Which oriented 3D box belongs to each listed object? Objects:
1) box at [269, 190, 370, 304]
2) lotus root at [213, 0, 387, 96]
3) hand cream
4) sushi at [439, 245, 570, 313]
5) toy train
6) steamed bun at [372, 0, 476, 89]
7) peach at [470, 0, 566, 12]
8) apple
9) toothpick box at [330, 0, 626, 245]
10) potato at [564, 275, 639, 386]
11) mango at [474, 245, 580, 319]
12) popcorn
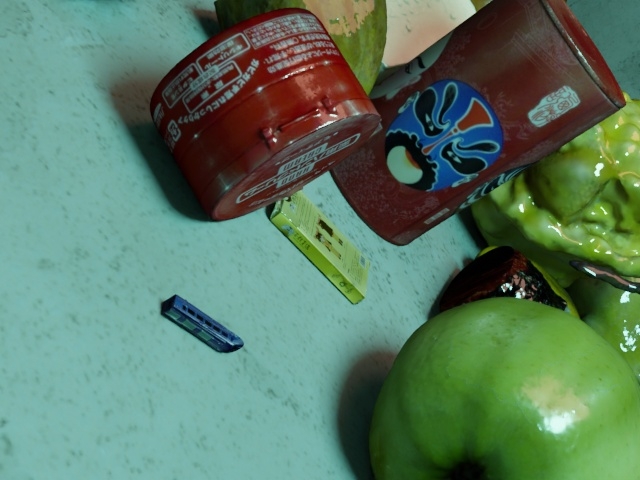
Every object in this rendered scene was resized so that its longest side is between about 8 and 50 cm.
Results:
[{"bbox_3d":[0.000,0.000,1.026,0.149,0.020,0.073,46,28,-20],"label":"box"},{"bbox_3d":[-0.023,-0.221,1.127,0.188,0.199,0.180,-11,101,-25],"label":"lotus root"},{"bbox_3d":[-0.053,-0.116,0.873,0.125,0.193,0.193,61,25,7],"label":"hand cream"},{"bbox_3d":[0.240,0.092,1.214,0.126,0.136,0.225,57,18,-3],"label":"sushi"},{"bbox_3d":[-0.095,0.073,0.771,0.083,0.017,0.017,39,32,-32],"label":"toy train"},{"bbox_3d":[0.099,-0.296,1.363,0.242,0.164,0.146,-31,88,-33],"label":"steamed bun"},{"bbox_3d":[0.264,-0.399,1.577,0.343,0.302,0.343,177,-90,-86],"label":"peach"},{"bbox_3d":[0.183,0.189,0.890,0.279,0.279,0.279,41,29,-29],"label":"apple"},{"bbox_3d":[0.188,-0.161,1.185,0.204,0.333,0.204,42,28,-28],"label":"toothpick box"},{"bbox_3d":[0.526,0.098,1.654,0.218,0.202,0.351,44,39,-50],"label":"potato"},{"bbox_3d":[0.304,0.085,1.373,0.195,0.098,0.137,47,22,-11],"label":"mango"},{"bbox_3d":[0.422,-0.059,1.448,0.349,0.349,0.381,24,28,-49],"label":"popcorn"}]
